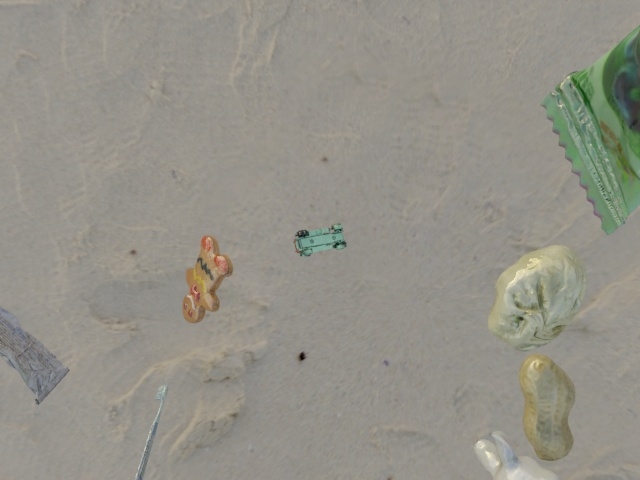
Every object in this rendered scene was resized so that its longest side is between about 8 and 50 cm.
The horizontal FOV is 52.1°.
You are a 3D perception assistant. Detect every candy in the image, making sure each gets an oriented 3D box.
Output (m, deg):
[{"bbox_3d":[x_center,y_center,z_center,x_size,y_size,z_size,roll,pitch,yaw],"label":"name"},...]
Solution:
[{"bbox_3d":[0.457,-0.203,0.898,0.171,0.398,0.263,0,65,-20],"label":"candy"}]

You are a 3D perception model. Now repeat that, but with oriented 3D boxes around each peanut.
[{"bbox_3d":[0.523,0.384,1.502,0.125,0.111,0.275,-14,109,-10],"label":"peanut"}]

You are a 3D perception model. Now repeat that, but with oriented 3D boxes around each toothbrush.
[{"bbox_3d":[-0.329,0.374,1.269,0.019,0.016,0.220,1,45,5],"label":"toothbrush"}]

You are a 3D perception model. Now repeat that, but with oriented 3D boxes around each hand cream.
[{"bbox_3d":[-0.522,0.154,1.062,0.050,0.084,0.257,-33,109,32],"label":"hand cream"}]

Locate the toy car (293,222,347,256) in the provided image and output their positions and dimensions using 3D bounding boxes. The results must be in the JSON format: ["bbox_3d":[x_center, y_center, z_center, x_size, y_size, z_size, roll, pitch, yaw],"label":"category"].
[{"bbox_3d":[0.000,0.000,1.745,0.143,0.054,0.073,-12,85,-24],"label":"toy car"}]

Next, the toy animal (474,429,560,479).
[{"bbox_3d":[0.544,0.711,1.796,0.241,0.196,0.368,-6,63,-16],"label":"toy animal"}]

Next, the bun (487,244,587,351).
[{"bbox_3d":[0.433,0.125,1.284,0.229,0.229,0.145,-28,46,4],"label":"bun"}]

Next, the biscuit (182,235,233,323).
[{"bbox_3d":[-0.320,0.121,1.770,0.165,0.036,0.250,48,121,35],"label":"biscuit"}]
